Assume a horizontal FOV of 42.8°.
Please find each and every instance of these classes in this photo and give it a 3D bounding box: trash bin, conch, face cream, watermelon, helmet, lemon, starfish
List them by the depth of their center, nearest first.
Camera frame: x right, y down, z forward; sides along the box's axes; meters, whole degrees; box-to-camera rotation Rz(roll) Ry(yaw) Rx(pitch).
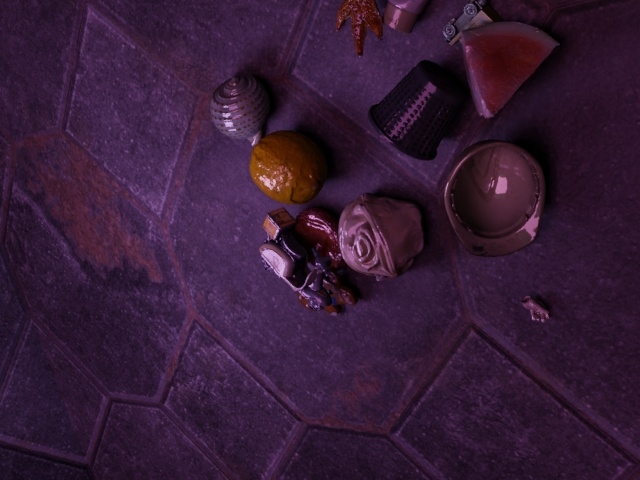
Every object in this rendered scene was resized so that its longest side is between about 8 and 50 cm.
[{"bbox_3d":[0.366,-0.311,1.573,0.207,0.136,0.202,-7,72,36],"label":"watermelon"},{"bbox_3d":[0.198,-0.538,1.661,0.114,0.070,0.224,33,117,21],"label":"face cream"},{"bbox_3d":[0.350,-0.109,1.688,0.204,0.137,0.257,-10,119,2],"label":"helmet"},{"bbox_3d":[0.215,-0.279,1.708,0.175,0.175,0.161,46,122,12],"label":"trash bin"},{"bbox_3d":[0.085,-0.506,1.738,0.240,0.043,0.227,148,122,-62],"label":"starfish"},{"bbox_3d":[-0.079,-0.176,1.985,0.193,0.180,0.180,7,117,14],"label":"lemon"},{"bbox_3d":[-0.210,-0.321,2.051,0.172,0.131,0.199,19,122,31],"label":"conch"}]

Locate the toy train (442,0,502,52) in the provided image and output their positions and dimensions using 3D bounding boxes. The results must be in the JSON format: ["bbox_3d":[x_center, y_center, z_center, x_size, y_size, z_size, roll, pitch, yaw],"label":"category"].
[{"bbox_3d":[0.300,-0.429,1.630,0.081,0.050,0.122,44,135,-1],"label":"toy train"}]

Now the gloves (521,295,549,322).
[{"bbox_3d":[0.468,0.145,1.780,0.081,0.037,0.044,53,161,-8],"label":"gloves"}]

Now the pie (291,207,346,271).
[{"bbox_3d":[0.000,0.000,2.091,0.182,0.050,0.182,23,132,28],"label":"pie"}]

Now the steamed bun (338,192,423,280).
[{"bbox_3d":[0.127,0.004,1.922,0.218,0.144,0.211,21,125,31],"label":"steamed bun"}]

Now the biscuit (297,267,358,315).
[{"bbox_3d":[0.006,0.145,2.151,0.138,0.031,0.205,50,144,-13],"label":"biscuit"}]

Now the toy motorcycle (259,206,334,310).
[{"bbox_3d":[-0.054,0.057,2.063,0.263,0.091,0.157,46,137,22],"label":"toy motorcycle"}]
